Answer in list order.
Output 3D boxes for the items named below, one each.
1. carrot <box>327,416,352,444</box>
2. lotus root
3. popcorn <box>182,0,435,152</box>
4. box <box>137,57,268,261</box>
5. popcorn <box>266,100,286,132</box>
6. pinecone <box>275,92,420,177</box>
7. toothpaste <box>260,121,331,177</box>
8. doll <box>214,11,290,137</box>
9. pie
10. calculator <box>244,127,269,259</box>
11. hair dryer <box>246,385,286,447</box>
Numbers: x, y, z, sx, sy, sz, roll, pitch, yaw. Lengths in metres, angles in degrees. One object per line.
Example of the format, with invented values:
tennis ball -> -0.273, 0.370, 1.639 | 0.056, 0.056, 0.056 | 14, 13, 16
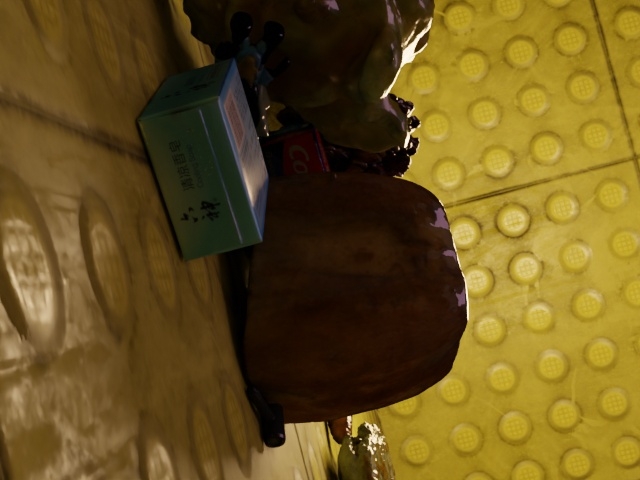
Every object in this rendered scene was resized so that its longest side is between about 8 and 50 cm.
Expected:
carrot -> 0.024, 0.249, 1.949 | 0.314, 0.066, 0.066 | -95, 170, -49
lotus root -> 0.046, 0.065, 1.295 | 0.316, 0.250, 0.316 | -6, 90, -86
popcorn -> -0.002, -0.286, 1.302 | 0.274, 0.336, 0.279 | 136, -24, -76
box -> -0.109, -0.087, 1.066 | 0.232, 0.083, 0.142 | -97, 171, -72
popcorn -> -0.050, -0.239, 1.761 | 0.181, 0.217, 0.235 | -62, 153, -43
pinecone -> 0.028, -0.139, 1.537 | 0.221, 0.222, 0.221 | -14, 90, -86
toothpaste -> 0.001, 0.000, 1.449 | 0.066, 0.076, 0.320 | -85, 159, -66
doll -> -0.095, -0.162, 1.207 | 0.070, 0.096, 0.195 | -89, -163, -49
pie -> 0.078, 0.409, 1.807 | 0.248, 0.090, 0.201 | 67, 16, -63
calculator -> -0.092, -0.079, 1.455 | 0.248, 0.058, 0.274 | 51, 24, -79
hair dryer -> -0.060, 0.186, 1.169 | 0.047, 0.026, 0.083 | -102, 172, -46
